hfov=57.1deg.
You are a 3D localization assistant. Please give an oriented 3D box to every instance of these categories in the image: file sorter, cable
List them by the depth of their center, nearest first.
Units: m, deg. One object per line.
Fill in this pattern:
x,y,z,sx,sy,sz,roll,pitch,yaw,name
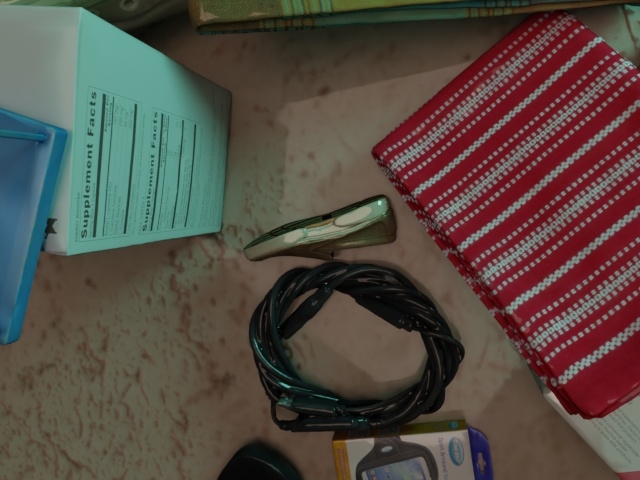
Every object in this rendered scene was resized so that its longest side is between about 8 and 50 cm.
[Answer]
-0.234,-0.022,0.272,0.170,0.104,0.118,19,100,8,file sorter
0.032,0.093,0.518,0.184,0.047,0.151,-7,88,12,cable

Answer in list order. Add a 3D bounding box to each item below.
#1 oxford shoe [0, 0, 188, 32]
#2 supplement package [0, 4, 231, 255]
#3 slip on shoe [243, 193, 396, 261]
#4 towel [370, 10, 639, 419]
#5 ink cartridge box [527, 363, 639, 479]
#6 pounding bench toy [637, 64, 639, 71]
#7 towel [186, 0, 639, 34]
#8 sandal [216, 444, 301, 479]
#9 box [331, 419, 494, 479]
-0.098,-0.264,0.477,0.449,0.130,0.169,-20,91,-4,oxford shoe
-0.171,-0.071,0.435,0.139,0.244,0.134,6,95,9,supplement package
0.000,0.000,0.513,0.135,0.051,0.041,-19,102,4,slip on shoe
0.182,-0.035,0.436,0.199,0.031,0.275,-39,65,10,towel
0.297,0.091,0.444,0.218,0.092,0.158,-43,85,11,ink cartridge box
0.278,-0.120,0.453,0.065,0.052,0.083,19,97,8,pounding bench toy
0.074,-0.294,0.425,0.370,0.040,0.272,-8,92,-10,towel
-0.073,0.316,0.539,0.097,0.054,0.255,14,96,8,sandal
0.083,0.206,0.520,0.136,0.028,0.081,-9,92,12,box
